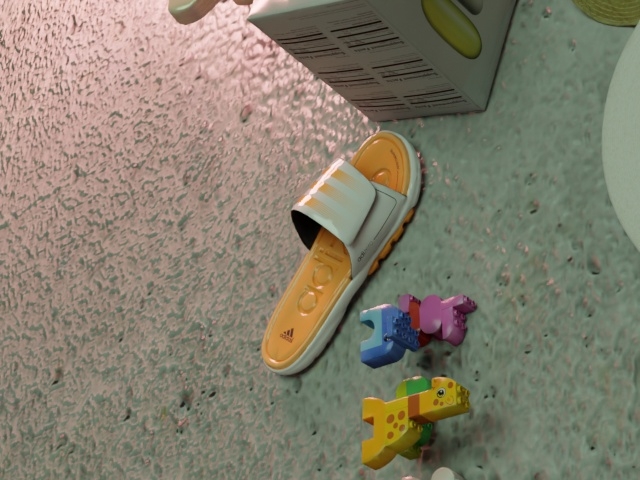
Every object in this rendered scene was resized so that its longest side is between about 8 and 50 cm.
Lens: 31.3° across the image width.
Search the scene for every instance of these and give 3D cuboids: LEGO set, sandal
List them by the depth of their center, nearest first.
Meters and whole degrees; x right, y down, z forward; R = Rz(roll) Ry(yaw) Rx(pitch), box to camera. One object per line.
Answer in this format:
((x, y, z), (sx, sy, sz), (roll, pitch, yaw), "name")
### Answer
((0.090, 0.124, 0.935), (0.093, 0.087, 0.227), (-22, 53, 33), "LEGO set")
((0.006, 0.003, 1.098), (0.102, 0.076, 0.265), (20, 80, 48), "sandal")

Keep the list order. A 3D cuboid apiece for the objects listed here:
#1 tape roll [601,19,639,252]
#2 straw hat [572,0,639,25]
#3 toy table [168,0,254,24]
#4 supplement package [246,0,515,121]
((0.391, -0.102, 0.807), (0.392, 0.072, 0.392), (-23, 51, 31), "tape roll")
((0.278, -0.264, 1.019), (0.061, 0.144, 0.144), (-27, 33, -26), "straw hat")
((-0.081, -0.364, 1.310), (0.161, 0.252, 0.274), (-4, 50, 24), "toy table")
((0.071, -0.250, 1.103), (0.149, 0.203, 0.194), (0, 66, 43), "supplement package")
